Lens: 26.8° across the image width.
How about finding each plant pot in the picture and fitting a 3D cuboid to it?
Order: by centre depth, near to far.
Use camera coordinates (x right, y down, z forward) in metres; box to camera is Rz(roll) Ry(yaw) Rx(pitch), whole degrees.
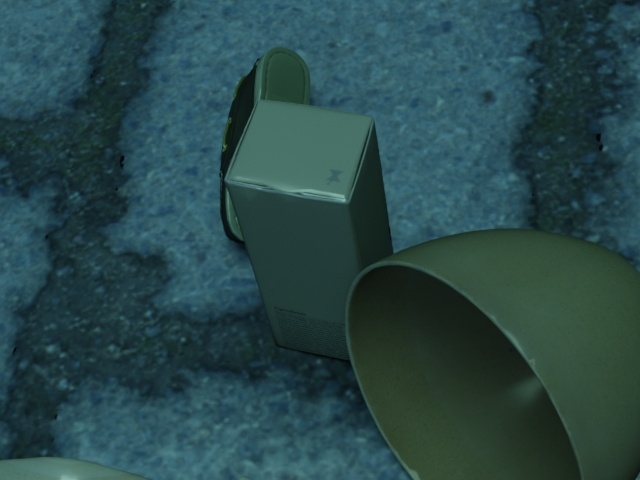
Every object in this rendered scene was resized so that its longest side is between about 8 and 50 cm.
[{"bbox_3d":[0.183,0.101,1.132,0.191,0.284,0.284,-30,58,-26],"label":"plant pot"}]

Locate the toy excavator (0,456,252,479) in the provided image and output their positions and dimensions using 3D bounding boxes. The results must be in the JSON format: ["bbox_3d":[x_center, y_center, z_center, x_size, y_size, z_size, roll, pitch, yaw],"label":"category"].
[{"bbox_3d":[-0.319,0.208,1.123,0.445,0.433,0.222,-12,52,34],"label":"toy excavator"}]

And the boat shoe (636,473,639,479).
[{"bbox_3d":[0.331,0.114,1.198,0.084,0.095,0.258,19,61,13],"label":"boat shoe"}]

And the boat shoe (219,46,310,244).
[{"bbox_3d":[-0.064,-0.091,1.395,0.081,0.068,0.228,25,60,-24],"label":"boat shoe"}]

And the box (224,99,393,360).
[{"bbox_3d":[0.000,0.000,1.203,0.113,0.275,0.094,11,58,13],"label":"box"}]
